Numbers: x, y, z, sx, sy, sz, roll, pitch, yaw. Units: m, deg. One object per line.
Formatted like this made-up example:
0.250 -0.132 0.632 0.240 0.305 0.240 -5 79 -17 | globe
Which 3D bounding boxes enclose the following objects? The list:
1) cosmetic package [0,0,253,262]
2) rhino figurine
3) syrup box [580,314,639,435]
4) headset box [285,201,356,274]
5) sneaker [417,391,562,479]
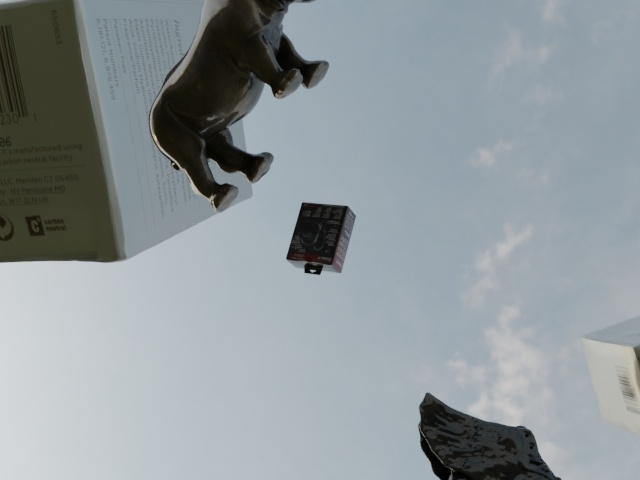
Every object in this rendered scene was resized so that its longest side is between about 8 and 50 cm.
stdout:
-0.340 -0.171 1.068 0.329 0.394 0.327 -2 -75 21 | cosmetic package
-0.053 -0.149 0.564 0.106 0.073 0.243 36 -73 11 | rhino figurine
0.389 0.107 0.709 0.237 0.096 0.093 -16 -89 -12 | syrup box
0.000 0.000 0.854 0.062 0.032 0.083 5 -110 26 | headset box
0.146 0.168 0.512 0.170 0.089 0.051 9 -42 16 | sneaker
